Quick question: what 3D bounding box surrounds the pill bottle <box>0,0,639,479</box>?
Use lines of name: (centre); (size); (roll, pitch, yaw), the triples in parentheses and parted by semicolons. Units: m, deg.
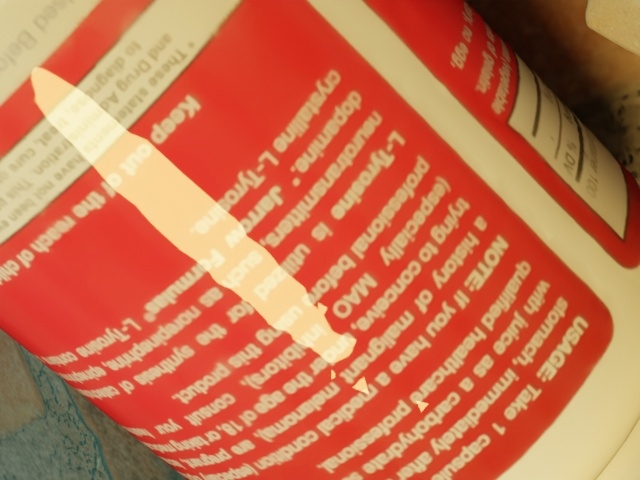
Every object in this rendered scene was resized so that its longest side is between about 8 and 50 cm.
pill bottle: (0.000, 0.000, 0.618); (0.407, 0.229, 0.229); (43, 153, -19)

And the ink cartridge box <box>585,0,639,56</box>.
ink cartridge box: (0.199, -0.139, 0.460); (0.193, 0.088, 0.235); (38, 140, 35)
